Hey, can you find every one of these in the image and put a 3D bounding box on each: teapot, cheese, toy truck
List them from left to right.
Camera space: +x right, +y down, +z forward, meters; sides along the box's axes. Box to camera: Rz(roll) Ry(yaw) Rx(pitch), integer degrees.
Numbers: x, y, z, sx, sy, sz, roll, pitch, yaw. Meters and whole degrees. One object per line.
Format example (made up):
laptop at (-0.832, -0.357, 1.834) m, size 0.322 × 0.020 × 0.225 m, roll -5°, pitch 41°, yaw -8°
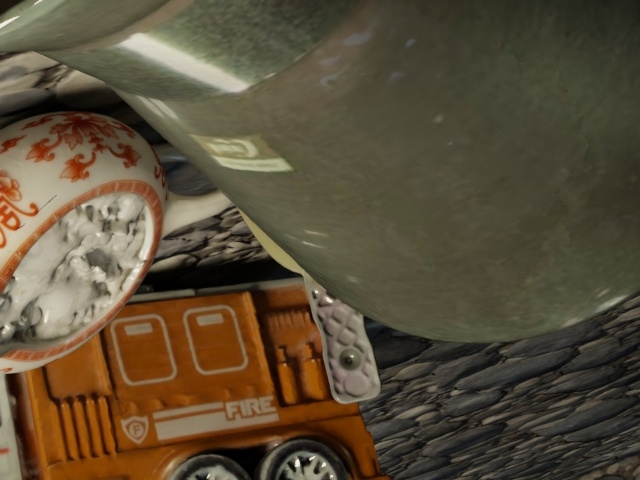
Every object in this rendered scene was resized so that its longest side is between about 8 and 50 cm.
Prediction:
teapot at (-0.147, -0.004, 0.947) m, size 0.245 × 0.116 × 0.159 m, roll -32°, pitch 136°, yaw -32°
toy truck at (-0.166, 0.139, 1.196) m, size 0.388 × 0.206 × 0.173 m, roll -6°, pitch 166°, yaw -27°
cheese at (0.000, 0.000, 0.971) m, size 0.097 × 0.192 × 0.037 m, roll -9°, pitch 164°, yaw -14°
teapot at (0.023, -0.110, 0.587) m, size 0.300 × 0.253 × 0.344 m, roll -10°, pitch 163°, yaw 33°
